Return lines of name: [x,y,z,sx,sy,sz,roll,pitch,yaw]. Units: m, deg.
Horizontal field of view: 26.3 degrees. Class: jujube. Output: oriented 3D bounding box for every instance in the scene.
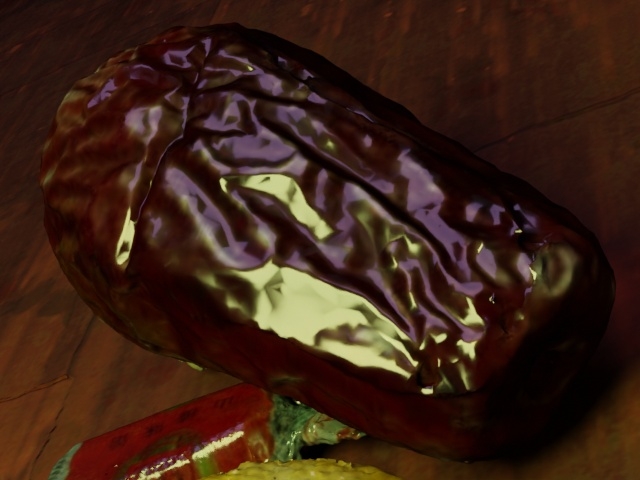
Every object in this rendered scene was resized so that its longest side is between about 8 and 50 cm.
jujube: [0.000,0.000,0.770,0.342,0.216,0.216,23,54,37]

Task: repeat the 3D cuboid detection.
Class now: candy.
candy: [-0.086,0.138,0.824,0.292,0.059,0.086,-22,25,14]

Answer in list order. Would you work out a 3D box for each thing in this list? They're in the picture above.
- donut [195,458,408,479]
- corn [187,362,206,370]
donut: [-0.015,0.197,0.573,0.253,0.118,0.253,-11,35,8]
corn: [-0.043,0.023,0.973,0.165,0.063,0.085,-45,-7,-27]
